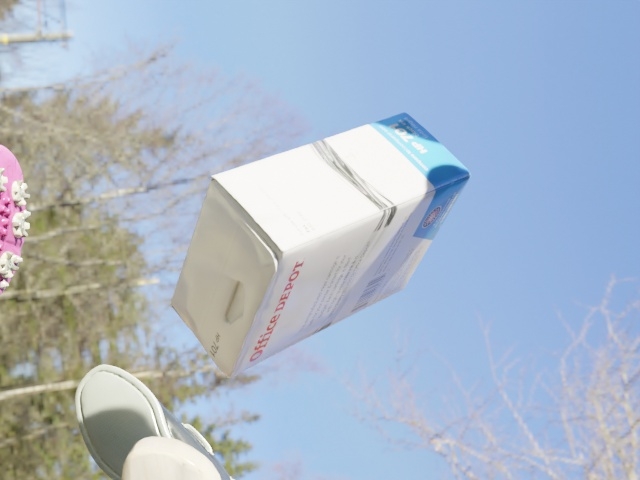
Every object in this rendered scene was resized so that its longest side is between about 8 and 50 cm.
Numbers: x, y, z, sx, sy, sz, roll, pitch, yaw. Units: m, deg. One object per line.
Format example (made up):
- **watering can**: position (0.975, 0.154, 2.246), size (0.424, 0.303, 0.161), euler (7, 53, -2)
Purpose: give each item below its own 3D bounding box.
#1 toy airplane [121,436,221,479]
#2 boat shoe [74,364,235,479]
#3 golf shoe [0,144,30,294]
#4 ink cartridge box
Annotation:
- **toy airplane**: position (-0.096, 0.382, 0.671), size (0.386, 0.272, 0.384), euler (48, -61, 10)
- **boat shoe**: position (-0.200, 0.281, 1.204), size (0.302, 0.114, 0.091), euler (48, 3, 25)
- **golf shoe**: position (-0.374, 0.044, 0.892), size (0.115, 0.140, 0.306), euler (64, 35, -64)
- **ink cartridge box**: position (0.000, 0.000, 0.690), size (0.082, 0.190, 0.140), euler (49, -43, 23)
